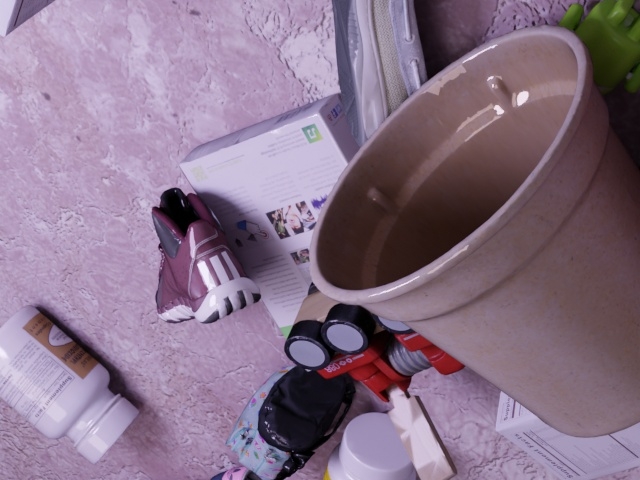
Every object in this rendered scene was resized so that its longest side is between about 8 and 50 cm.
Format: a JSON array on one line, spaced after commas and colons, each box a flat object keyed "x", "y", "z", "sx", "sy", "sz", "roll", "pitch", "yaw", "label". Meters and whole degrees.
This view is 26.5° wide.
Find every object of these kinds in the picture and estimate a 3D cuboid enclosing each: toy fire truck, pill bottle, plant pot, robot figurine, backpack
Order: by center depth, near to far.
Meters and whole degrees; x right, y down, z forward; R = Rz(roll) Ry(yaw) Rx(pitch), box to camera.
[{"x": 0.211, "y": 0.017, "z": 1.321, "sx": 0.333, "sy": 0.334, "sz": 0.305, "roll": -25, "pitch": 122, "yaw": 41, "label": "plant pot"}, {"x": 0.278, "y": -0.188, "z": 1.328, "sx": 0.101, "sy": 0.067, "sz": 0.115, "roll": 34, "pitch": 134, "yaw": -1, "label": "robot figurine"}, {"x": 0.106, "y": 0.143, "z": 1.557, "sx": 0.217, "sy": 0.158, "sz": 0.246, "roll": -26, "pitch": 118, "yaw": 39, "label": "toy fire truck"}, {"x": 0.060, "y": 0.333, "z": 1.802, "sx": 0.119, "sy": 0.119, "sz": 0.209, "roll": 25, "pitch": 131, "yaw": 14, "label": "pill bottle"}, {"x": -0.049, "y": 0.245, "z": 1.802, "sx": 0.115, "sy": 0.152, "sz": 0.182, "roll": 42, "pitch": 146, "yaw": 5, "label": "backpack"}, {"x": -0.381, "y": 0.213, "z": 1.974, "sx": 0.229, "sy": 0.131, "sz": 0.131, "roll": 41, "pitch": 133, "yaw": -2, "label": "pill bottle"}]

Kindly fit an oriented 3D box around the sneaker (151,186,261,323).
[{"x": -0.162, "y": 0.012, "z": 1.688, "sx": 0.163, "sy": 0.106, "sz": 0.281, "roll": 66, "pitch": 159, "yaw": -6, "label": "sneaker"}]

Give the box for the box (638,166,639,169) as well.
[{"x": 0.386, "y": -0.060, "z": 1.376, "sx": 0.114, "sy": 0.036, "sz": 0.207, "roll": 35, "pitch": 133, "yaw": 4, "label": "box"}]

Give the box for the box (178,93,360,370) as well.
[{"x": 0.000, "y": 0.000, "z": 1.642, "sx": 0.232, "sy": 0.058, "sz": 0.322, "roll": -16, "pitch": 111, "yaw": 38, "label": "box"}]

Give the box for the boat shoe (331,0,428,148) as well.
[{"x": 0.071, "y": -0.244, "z": 1.397, "sx": 0.103, "sy": 0.118, "sz": 0.321, "roll": -11, "pitch": 121, "yaw": -10, "label": "boat shoe"}]

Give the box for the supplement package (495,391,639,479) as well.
[{"x": 0.330, "y": 0.153, "z": 1.474, "sx": 0.139, "sy": 0.134, "sz": 0.244, "roll": 39, "pitch": 137, "yaw": -27, "label": "supplement package"}]

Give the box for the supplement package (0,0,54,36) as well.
[{"x": -0.393, "y": -0.403, "z": 1.526, "sx": 0.261, "sy": 0.145, "sz": 0.204, "roll": 36, "pitch": 134, "yaw": 3, "label": "supplement package"}]

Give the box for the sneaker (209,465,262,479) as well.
[{"x": -0.041, "y": 0.453, "z": 1.955, "sx": 0.319, "sy": 0.112, "sz": 0.131, "roll": 42, "pitch": 136, "yaw": -3, "label": "sneaker"}]
